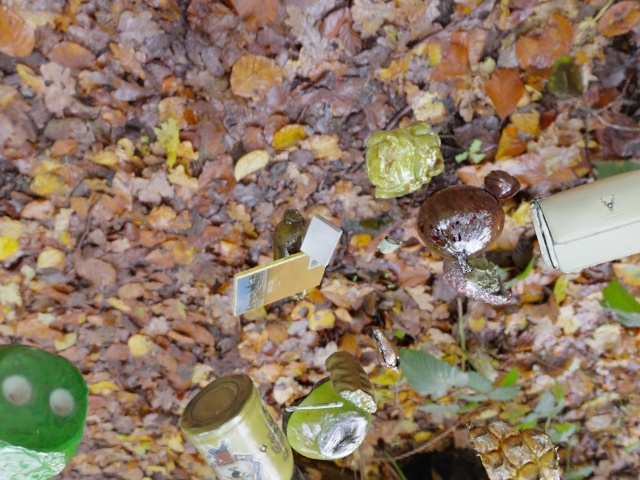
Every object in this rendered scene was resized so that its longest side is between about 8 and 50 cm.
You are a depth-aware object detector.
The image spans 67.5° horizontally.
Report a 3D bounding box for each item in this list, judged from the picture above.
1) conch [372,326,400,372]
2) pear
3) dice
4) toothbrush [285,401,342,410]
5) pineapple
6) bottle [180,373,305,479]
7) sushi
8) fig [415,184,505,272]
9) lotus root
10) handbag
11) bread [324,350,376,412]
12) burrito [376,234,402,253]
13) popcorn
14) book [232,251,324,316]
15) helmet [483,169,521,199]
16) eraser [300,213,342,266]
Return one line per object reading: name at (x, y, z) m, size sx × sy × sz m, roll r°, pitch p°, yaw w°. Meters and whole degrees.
conch at (0.234, 0.405, 1.713) m, size 0.086 × 0.080 × 0.233 m, roll 10°, pitch 146°, yaw 30°
pear at (0.055, 0.767, 1.982) m, size 0.398 × 0.165 × 0.399 m, roll -9°, pitch 114°, yaw -22°
dice at (-0.815, 0.462, 1.242) m, size 0.297 × 0.287 × 0.300 m, roll -30°, pitch 135°, yaw 20°
toothbrush at (-0.017, 0.617, 1.783) m, size 0.257 × 0.018 × 0.024 m, roll 10°, pitch 157°, yaw -36°
pineapple at (0.422, 0.489, 0.962) m, size 0.158 × 0.161 × 0.335 m, roll -21°, pitch 121°, yaw 5°
bottle at (-0.145, 0.478, 1.053) m, size 0.171 × 0.171 × 0.351 m, roll -20°, pitch 110°, yaw 19°
sushi at (0.507, 0.128, 1.585) m, size 0.161 × 0.241 × 0.107 m, roll -23°, pitch 169°, yaw -30°
fig at (0.380, -0.043, 1.308) m, size 0.235 × 0.214 × 0.235 m, roll 10°, pitch 131°, yaw 11°
lotus root at (-0.103, 0.063, 2.019) m, size 0.196 × 0.179 × 0.398 m, roll -23°, pitch 119°, yaw -39°
handbag at (0.848, -0.066, 1.437) m, size 0.358 × 0.237 × 0.160 m, roll -17°, pitch 180°, yaw 9°
bread at (0.086, 0.390, 1.370) m, size 0.128 × 0.232 × 0.088 m, roll 26°, pitch 97°, yaw -17°
burrito at (0.271, 0.021, 1.920) m, size 0.074 × 0.044 × 0.118 m, roll 24°, pitch 150°, yaw -7°
popcorn at (0.285, -0.273, 1.625) m, size 0.276 × 0.226 × 0.276 m, roll -9°, pitch 170°, yaw -2°
book at (-0.145, 0.146, 1.772) m, size 0.373 × 0.028 × 0.263 m, roll -18°, pitch 148°, yaw -25°
helmet at (0.502, -0.169, 1.350) m, size 0.089 × 0.111 × 0.057 m, roll -43°, pitch 124°, yaw -4°
eraser at (0.000, 0.000, 1.508) m, size 0.103 × 0.023 × 0.150 m, roll 34°, pitch 129°, yaw 14°
